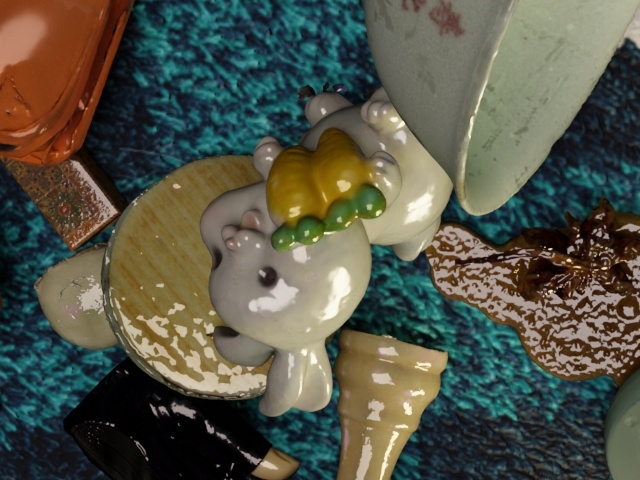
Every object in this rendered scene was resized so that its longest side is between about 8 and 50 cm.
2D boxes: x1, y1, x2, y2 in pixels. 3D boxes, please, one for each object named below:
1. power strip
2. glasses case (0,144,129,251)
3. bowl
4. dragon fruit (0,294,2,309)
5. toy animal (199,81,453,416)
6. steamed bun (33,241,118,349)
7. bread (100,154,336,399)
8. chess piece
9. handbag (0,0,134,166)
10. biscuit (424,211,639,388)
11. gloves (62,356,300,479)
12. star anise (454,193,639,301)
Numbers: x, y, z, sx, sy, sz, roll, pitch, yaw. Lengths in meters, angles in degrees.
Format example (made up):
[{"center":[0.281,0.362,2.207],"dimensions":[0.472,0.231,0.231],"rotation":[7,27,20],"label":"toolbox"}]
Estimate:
[{"center":[0.373,0.216,1.133],"dimensions":[0.168,0.054,0.253],"rotation":[-4,122,22],"label":"power strip"},{"center":[-0.304,-0.098,1.231],"dimensions":[0.075,0.049,0.218],"rotation":[-37,93,13],"label":"glasses case"},{"center":[0.150,-0.253,0.932],"dimensions":[0.196,0.435,0.434],"rotation":[31,107,19],"label":"bowl"},{"center":[-0.449,0.054,1.221],"dimensions":[0.205,0.210,0.268],"rotation":[37,147,23],"label":"dragon fruit"},{"center":[-0.004,-0.004,1.060],"dimensions":[0.183,0.247,0.310],"rotation":[22,65,23],"label":"toy animal"},{"center":[-0.248,0.066,1.235],"dimensions":[0.130,0.091,0.112],"rotation":[-20,99,15],"label":"steamed bun"},{"center":[-0.097,0.037,1.183],"dimensions":[0.267,0.040,0.266],"rotation":[0,83,-1],"label":"bread"},{"center":[0.032,0.292,1.154],"dimensions":[0.117,0.117,0.396],"rotation":[13,86,9],"label":"chess piece"},{"center":[-0.398,-0.266,1.147],"dimensions":[0.410,0.116,0.303],"rotation":[19,89,7],"label":"handbag"},{"center":[0.260,0.053,1.152],"dimensions":[0.320,0.047,0.183],"rotation":[12,102,9],"label":"biscuit"},{"center":[-0.133,0.246,1.216],"dimensions":[0.197,0.152,0.301],"rotation":[-46,65,23],"label":"gloves"},{"center":[0.224,0.017,1.090],"dimensions":[0.191,0.070,0.097],"rotation":[-5,112,2],"label":"star anise"}]
